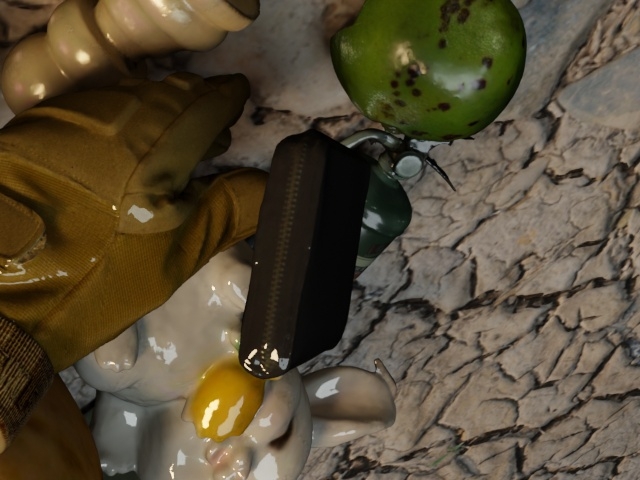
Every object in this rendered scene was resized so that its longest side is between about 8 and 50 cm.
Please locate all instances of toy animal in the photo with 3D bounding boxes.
[{"bbox_3d":[-0.078,0.109,1.014,0.208,0.154,0.325,-54,135,1],"label":"toy animal"}]

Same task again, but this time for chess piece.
[{"bbox_3d":[-0.131,-0.129,0.846,0.170,0.094,0.094,-37,144,16],"label":"chess piece"}]

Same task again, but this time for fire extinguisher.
[{"bbox_3d":[0.000,0.000,1.088,0.118,0.093,0.294,31,116,-29],"label":"fire extinguisher"}]

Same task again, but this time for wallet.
[{"bbox_3d":[-0.006,0.007,0.842,0.250,0.044,0.149,-5,106,-81],"label":"wallet"}]

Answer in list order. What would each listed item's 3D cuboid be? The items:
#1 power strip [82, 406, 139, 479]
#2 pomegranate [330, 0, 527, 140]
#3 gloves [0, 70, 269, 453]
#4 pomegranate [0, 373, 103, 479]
[{"bbox_3d":[-0.109,0.193,1.209,0.224,0.140,0.139,-34,143,7],"label":"power strip"},{"bbox_3d":[0.095,-0.144,0.951,0.169,0.122,0.143,-39,130,18],"label":"pomegranate"},{"bbox_3d":[-0.144,-0.013,0.780,0.331,0.154,0.141,-52,127,-36],"label":"gloves"},{"bbox_3d":[-0.349,0.196,0.866,0.410,0.410,0.410,-19,143,-15],"label":"pomegranate"}]
